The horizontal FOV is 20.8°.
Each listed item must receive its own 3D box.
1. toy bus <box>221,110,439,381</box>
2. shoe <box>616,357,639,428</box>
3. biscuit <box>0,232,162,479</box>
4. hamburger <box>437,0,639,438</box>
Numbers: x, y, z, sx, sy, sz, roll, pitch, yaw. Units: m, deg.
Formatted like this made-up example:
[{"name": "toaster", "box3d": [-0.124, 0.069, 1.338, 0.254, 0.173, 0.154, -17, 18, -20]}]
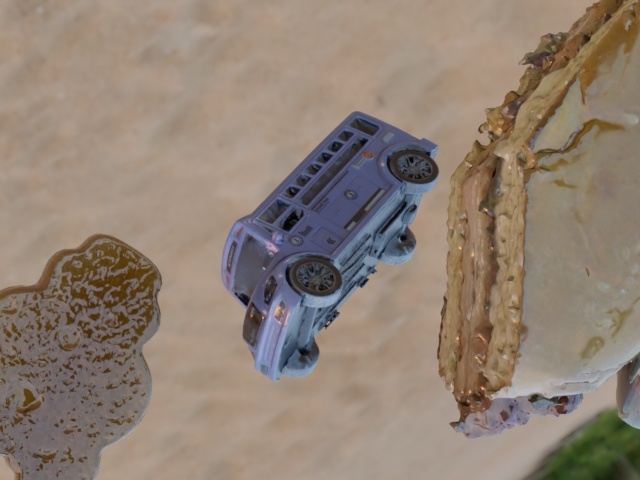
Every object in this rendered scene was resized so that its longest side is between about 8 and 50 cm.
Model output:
[{"name": "toy bus", "box3d": [0.000, 0.000, 1.701, 0.292, 0.133, 0.125, -48, 161, -42]}, {"name": "shoe", "box3d": [0.230, -0.007, 1.242, 0.114, 0.137, 0.290, -14, 116, -56]}, {"name": "biscuit", "box3d": [-0.245, 0.133, 1.587, 0.295, 0.186, 0.044, -57, -161, -14]}, {"name": "hamburger", "box3d": [0.177, -0.033, 1.094, 0.245, 0.282, 0.155, -9, 179, -9]}]
